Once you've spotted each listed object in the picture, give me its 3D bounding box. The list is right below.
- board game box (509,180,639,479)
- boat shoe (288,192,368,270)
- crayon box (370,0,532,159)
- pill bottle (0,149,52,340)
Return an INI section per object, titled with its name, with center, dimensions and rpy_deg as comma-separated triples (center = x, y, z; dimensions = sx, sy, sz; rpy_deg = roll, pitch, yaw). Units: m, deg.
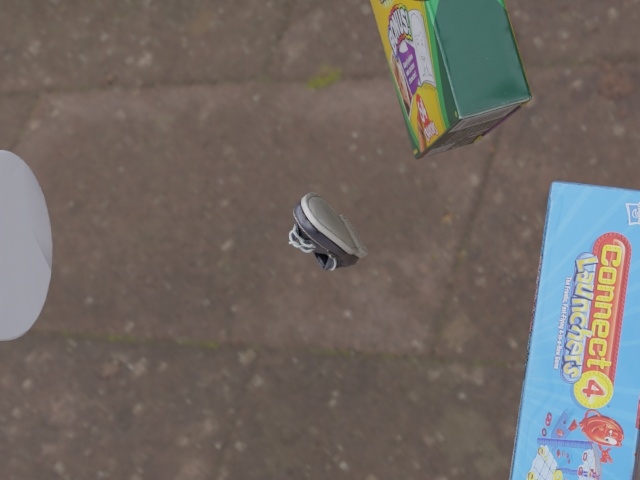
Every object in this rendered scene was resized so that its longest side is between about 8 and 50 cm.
[board game box]
center = 0.218, 0.133, 1.201
dimensions = 0.086, 0.308, 0.302
rpy_deg = 7, 82, 15
[boat shoe]
center = 0.000, 0.000, 1.745
dimensions = 0.065, 0.206, 0.075
rpy_deg = -32, 74, 8
[crayon box]
center = 0.154, -0.293, 2.028
dimensions = 0.106, 0.363, 0.313
rpy_deg = -16, 87, -7
[pill bottle]
center = -0.355, 0.008, 1.029
dimensions = 0.323, 0.181, 0.181
rpy_deg = -3, 54, 17
